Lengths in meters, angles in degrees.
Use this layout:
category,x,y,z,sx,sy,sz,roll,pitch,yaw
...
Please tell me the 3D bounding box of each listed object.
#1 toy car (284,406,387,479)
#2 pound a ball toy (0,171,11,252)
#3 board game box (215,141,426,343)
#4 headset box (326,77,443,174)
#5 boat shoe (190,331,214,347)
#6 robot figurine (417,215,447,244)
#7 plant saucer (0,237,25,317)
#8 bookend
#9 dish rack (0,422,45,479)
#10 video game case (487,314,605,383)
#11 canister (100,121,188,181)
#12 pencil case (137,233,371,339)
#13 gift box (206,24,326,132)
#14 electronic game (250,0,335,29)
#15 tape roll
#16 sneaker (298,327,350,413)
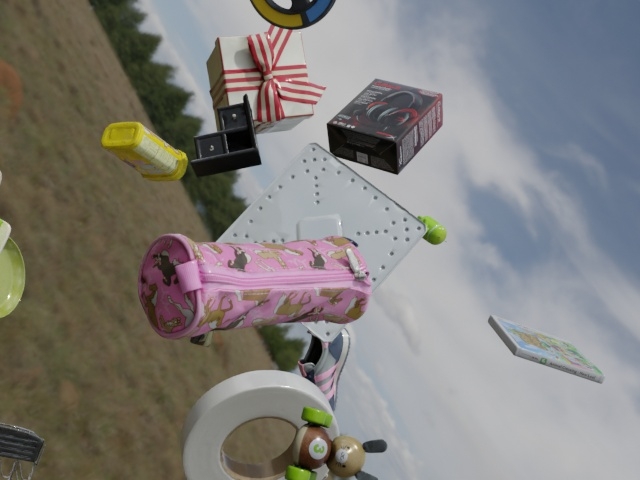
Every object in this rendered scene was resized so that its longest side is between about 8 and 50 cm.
category,x,y,z,sx,sy,sz,roll,pitch,yaw
toy car,0.041,0.455,1.670,0.188,0.155,0.149,12,-14,15
pound a ball toy,-0.629,0.027,1.274,0.135,0.319,0.208,22,-15,-4
board game box,0.000,0.000,1.980,0.390,0.390,0.050,38,-14,17
headset box,0.186,-0.324,2.143,0.218,0.293,0.110,20,-42,28
boat shoe,-0.262,0.176,1.800,0.056,0.049,0.152,44,-57,58
robot figurine,0.333,-0.030,2.374,0.101,0.067,0.115,26,12,-49
plant saucer,-0.919,0.098,2.201,0.241,0.037,0.241,-3,90,-73
bookend,-0.228,-0.243,1.831,0.072,0.156,0.157,80,-1,-67
dish rack,-0.664,0.477,1.534,0.208,0.272,0.074,18,17,-25
video game case,0.465,0.223,1.641,0.193,0.023,0.212,19,11,-6
canister,-0.407,-0.205,1.820,0.170,0.126,0.073,38,59,-54
pencil case,-0.092,0.067,1.227,0.160,0.386,0.167,50,-57,34
gift box,-0.146,-0.421,2.078,0.258,0.276,0.255,170,-94,-74
electronic game,-0.063,-0.586,1.747,0.229,0.229,0.048,62,26,-5
tape roll,-0.145,0.493,1.916,0.392,0.392,0.072,65,-2,-30
sneaker,-0.019,0.391,2.203,0.112,0.131,0.319,9,-94,59
